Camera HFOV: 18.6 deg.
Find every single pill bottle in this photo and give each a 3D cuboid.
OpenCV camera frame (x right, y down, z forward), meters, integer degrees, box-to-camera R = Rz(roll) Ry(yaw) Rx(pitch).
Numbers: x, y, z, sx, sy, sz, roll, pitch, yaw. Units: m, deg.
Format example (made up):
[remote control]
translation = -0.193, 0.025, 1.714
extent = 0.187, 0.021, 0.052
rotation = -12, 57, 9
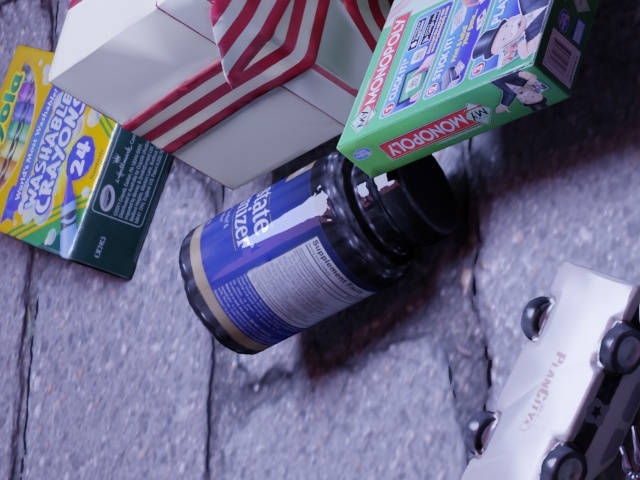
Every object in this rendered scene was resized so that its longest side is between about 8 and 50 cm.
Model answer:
[pill bottle]
translation = 0.000, 0.000, 1.636
extent = 0.219, 0.123, 0.123
rotation = -29, 51, 25

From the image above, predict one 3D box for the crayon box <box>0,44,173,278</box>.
[crayon box]
translation = -0.278, -0.093, 2.091
extent = 0.323, 0.083, 0.203
rotation = 17, 87, 55

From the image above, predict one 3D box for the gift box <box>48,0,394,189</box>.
[gift box]
translation = -0.057, -0.198, 1.719
extent = 0.258, 0.255, 0.276
rotation = -27, 47, 45

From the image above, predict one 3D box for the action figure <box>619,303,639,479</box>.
[action figure]
translation = 0.271, 0.067, 1.173
extent = 0.141, 0.164, 0.275
rotation = 61, 150, 20

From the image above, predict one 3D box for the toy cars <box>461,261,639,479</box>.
[toy cars]
translation = 0.188, 0.204, 1.345
extent = 0.176, 0.087, 0.393
rotation = -30, 48, 35

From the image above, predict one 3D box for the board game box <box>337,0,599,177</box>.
[board game box]
translation = 0.142, -0.210, 1.552
extent = 0.213, 0.046, 0.317
rotation = -22, 38, 46
